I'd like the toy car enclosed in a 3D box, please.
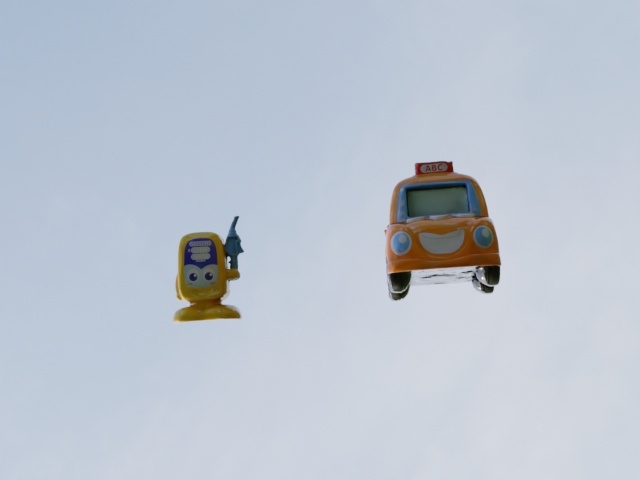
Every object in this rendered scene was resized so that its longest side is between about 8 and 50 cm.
[{"bbox_3d":[0.000,0.000,0.606,0.060,0.122,0.041,14,-108,-70],"label":"toy car"}]
